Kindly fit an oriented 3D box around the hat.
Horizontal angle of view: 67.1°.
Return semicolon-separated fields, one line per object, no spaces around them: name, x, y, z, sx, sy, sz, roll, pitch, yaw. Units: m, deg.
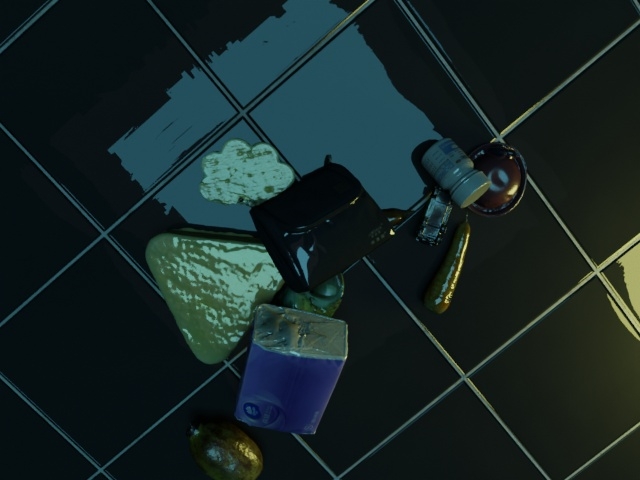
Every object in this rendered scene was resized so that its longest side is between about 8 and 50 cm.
hat;0.475;-0.163;1.308;0.205;0.089;0.206;-1;99;-4

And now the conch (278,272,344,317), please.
conch;-0.023;0.153;1.314;0.187;0.122;0.176;-15;107;-3

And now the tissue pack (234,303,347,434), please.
tissue pack;-0.083;0.343;1.262;0.241;0.160;0.339;11;127;-7

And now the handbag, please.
handbag;0.003;-0.055;1.200;0.301;0.178;0.275;-30;91;-19

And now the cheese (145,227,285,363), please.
cheese;-0.303;0.097;1.294;0.383;0.104;0.385;-1;100;-3

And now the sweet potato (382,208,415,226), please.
sweet potato;0.209;-0.066;1.334;0.117;0.049;0.050;-15;101;-12

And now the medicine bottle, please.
medicine bottle;0.351;-0.178;1.259;0.105;0.105;0.168;-38;72;3

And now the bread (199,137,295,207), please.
bread;-0.193;-0.176;1.286;0.250;0.039;0.182;6;99;-5

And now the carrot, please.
carrot;0.369;0.063;1.354;0.078;0.078;0.299;20;94;-7

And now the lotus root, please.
lotus root;-0.277;0.599;1.373;0.260;0.128;0.145;43;81;-15

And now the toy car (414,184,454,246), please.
toy car;0.314;-0.069;1.326;0.071;0.062;0.165;17;99;-8
